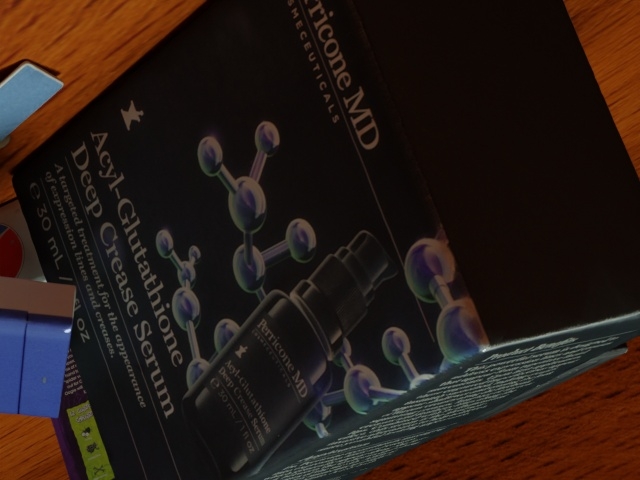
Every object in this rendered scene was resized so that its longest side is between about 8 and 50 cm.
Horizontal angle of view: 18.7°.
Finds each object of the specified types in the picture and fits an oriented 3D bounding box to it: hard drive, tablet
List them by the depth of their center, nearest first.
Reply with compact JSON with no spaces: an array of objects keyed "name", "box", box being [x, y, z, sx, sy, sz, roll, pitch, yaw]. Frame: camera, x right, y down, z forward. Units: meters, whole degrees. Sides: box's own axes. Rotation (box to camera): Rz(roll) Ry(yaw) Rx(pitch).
[{"name":"tablet","box":[-0.210,-0.084,1.268,0.083,0.006,0.054,-41,158,8]},{"name":"hard drive","box":[-0.335,0.064,1.343,0.318,0.040,0.210,6,157,-8]}]

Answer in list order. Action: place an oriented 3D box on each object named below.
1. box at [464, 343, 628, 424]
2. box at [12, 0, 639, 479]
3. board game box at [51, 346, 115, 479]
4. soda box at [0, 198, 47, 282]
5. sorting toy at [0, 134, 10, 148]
[{"name":"box","box":[0.102,0.002,1.565,0.165,0.270,0.143,-31,164,37]},{"name":"box","box":[0.005,-0.002,1.347,0.212,0.293,0.395,-9,162,-43]},{"name":"board game box","box":[-0.091,0.088,1.762,0.346,0.208,0.056,-23,168,11]},{"name":"soda box","box":[-0.274,0.032,1.542,0.216,0.074,0.069,-24,166,15]},{"name":"sorting toy","box":[-0.333,-0.016,1.335,0.193,0.038,0.208,-10,164,-39]}]
